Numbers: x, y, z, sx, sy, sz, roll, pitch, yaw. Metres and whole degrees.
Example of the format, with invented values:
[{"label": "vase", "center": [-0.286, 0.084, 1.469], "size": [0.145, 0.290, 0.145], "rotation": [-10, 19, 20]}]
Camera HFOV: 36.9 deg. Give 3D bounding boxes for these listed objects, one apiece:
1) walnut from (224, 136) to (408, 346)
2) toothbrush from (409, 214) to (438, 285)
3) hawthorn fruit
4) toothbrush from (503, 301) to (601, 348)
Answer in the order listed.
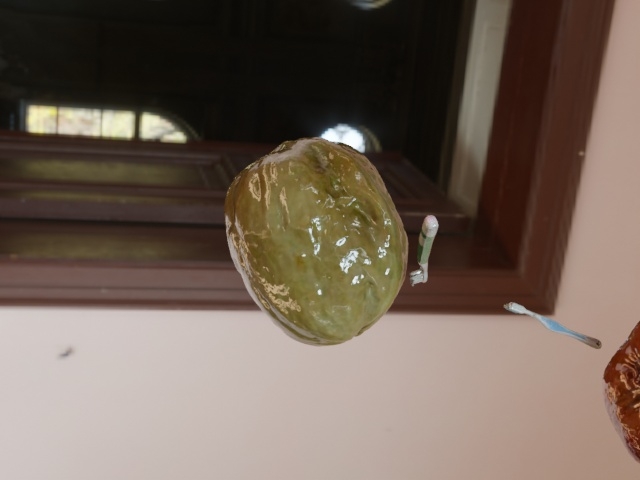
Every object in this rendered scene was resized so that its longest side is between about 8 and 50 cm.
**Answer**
[{"label": "walnut", "center": [0.000, 0.000, 1.268], "size": [0.283, 0.227, 0.283], "rotation": [26, -54, 41]}, {"label": "toothbrush", "center": [0.118, 0.016, 1.100], "size": [0.257, 0.024, 0.018], "rotation": [83, -13, -74]}, {"label": "hawthorn fruit", "center": [0.462, 0.192, 1.121], "size": [0.207, 0.243, 0.207], "rotation": [-35, -136, 43]}, {"label": "toothbrush", "center": [0.281, 0.102, 1.141], "size": [0.017, 0.162, 0.014], "rotation": [-12, -120, 58]}]
